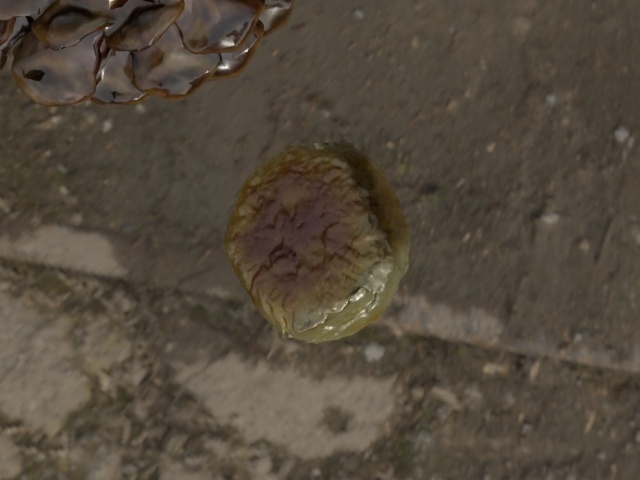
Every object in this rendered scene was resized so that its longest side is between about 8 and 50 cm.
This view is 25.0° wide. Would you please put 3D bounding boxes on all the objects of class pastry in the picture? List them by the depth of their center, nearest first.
[{"bbox_3d":[0.000,0.000,1.443,0.182,0.093,0.192,-39,64,15],"label":"pastry"}]

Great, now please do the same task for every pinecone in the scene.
[{"bbox_3d":[-0.083,-0.148,0.632,0.169,0.212,0.185,-24,82,28],"label":"pinecone"}]
